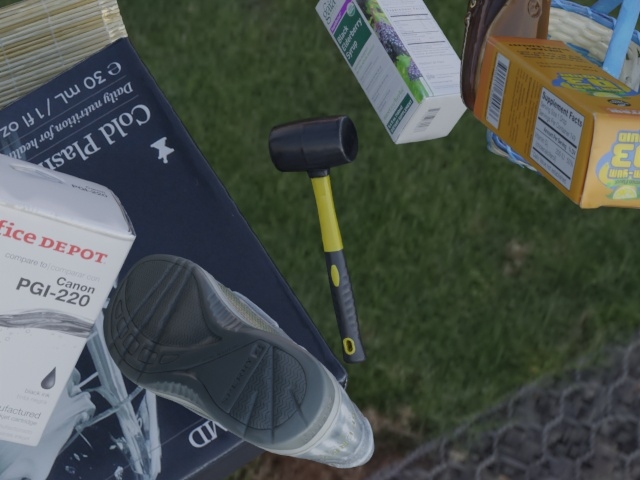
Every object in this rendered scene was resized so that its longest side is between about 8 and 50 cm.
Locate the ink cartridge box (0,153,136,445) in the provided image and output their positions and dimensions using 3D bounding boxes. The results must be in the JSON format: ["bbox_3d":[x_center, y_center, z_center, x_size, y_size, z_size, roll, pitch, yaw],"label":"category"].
[{"bbox_3d":[-0.270,0.047,1.247,0.158,0.218,0.092,17,19,-29],"label":"ink cartridge box"}]

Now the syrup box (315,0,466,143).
[{"bbox_3d":[0.095,-0.247,1.942,0.096,0.093,0.237,-11,60,-35],"label":"syrup box"}]

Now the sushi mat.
[{"bbox_3d":[-0.392,-0.214,1.896,0.316,0.151,0.019,-21,21,-10],"label":"sushi mat"}]

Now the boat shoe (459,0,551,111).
[{"bbox_3d":[0.168,-0.209,1.377,0.073,0.073,0.207,8,75,50],"label":"boat shoe"}]

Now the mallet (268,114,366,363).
[{"bbox_3d":[0.000,0.000,1.129,0.062,0.189,0.039,2,16,23],"label":"mallet"}]

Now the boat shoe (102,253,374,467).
[{"bbox_3d":[-0.080,0.108,1.328,0.320,0.103,0.118,25,79,46],"label":"boat shoe"}]

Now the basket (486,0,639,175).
[{"bbox_3d":[0.338,-0.201,1.992,0.201,0.289,0.254,20,86,-3],"label":"basket"}]

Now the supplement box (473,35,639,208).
[{"bbox_3d":[0.198,-0.096,1.194,0.078,0.080,0.233,2,23,-17],"label":"supplement box"}]

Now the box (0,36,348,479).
[{"bbox_3d":[-0.292,0.108,1.770,0.480,0.297,0.472,-33,81,-7],"label":"box"}]
